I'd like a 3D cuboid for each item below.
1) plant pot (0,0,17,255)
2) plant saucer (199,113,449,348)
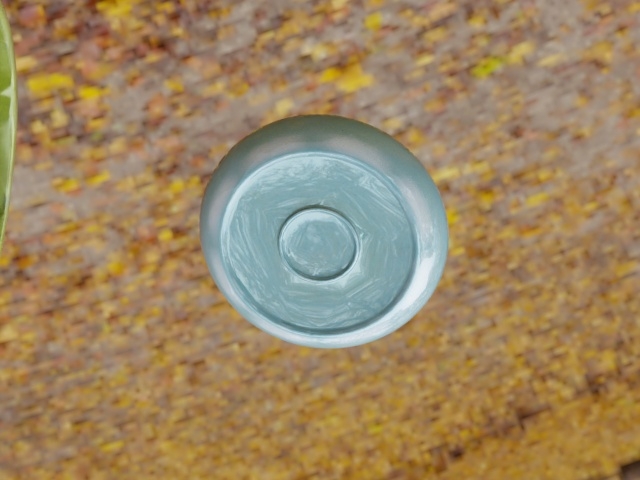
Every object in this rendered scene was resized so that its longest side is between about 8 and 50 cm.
[{"bbox_3d":[-0.438,-0.033,1.039,0.353,0.366,0.366,11,161,2],"label":"plant pot"},{"bbox_3d":[0.000,0.000,1.831,0.318,0.317,0.043,-24,-163,18],"label":"plant saucer"}]
